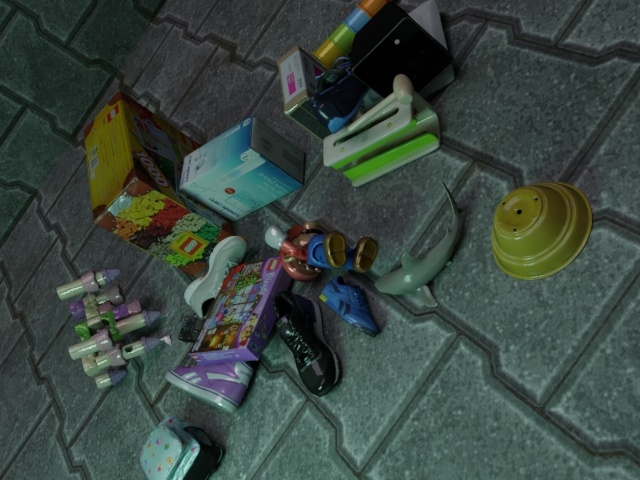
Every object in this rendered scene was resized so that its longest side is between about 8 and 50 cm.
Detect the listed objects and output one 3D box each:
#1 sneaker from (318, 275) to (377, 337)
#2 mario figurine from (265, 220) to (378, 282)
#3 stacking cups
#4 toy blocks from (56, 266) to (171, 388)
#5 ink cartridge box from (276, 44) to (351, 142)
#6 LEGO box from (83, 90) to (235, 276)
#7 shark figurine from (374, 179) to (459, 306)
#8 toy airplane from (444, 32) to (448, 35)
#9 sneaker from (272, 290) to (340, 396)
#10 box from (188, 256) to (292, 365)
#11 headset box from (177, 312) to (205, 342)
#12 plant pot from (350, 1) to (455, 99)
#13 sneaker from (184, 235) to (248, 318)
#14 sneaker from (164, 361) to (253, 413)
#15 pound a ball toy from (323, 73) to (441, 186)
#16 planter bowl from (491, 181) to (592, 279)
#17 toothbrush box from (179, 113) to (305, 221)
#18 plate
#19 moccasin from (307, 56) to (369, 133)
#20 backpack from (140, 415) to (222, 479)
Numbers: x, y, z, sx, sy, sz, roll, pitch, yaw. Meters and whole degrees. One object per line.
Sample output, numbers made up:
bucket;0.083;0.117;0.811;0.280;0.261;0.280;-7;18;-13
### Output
sneaker;0.074;0.145;1.744;0.082;0.069;0.209;-52;38;0
mario figurine;0.000;0.000;1.814;0.170;0.198;0.320;-49;20;-20
stacking cups;0.114;-0.633;2.235;0.316;0.096;0.096;-46;39;6
toy blocks;-0.602;0.258;2.314;0.260;0.309;0.288;-21;55;-7
ink cartridge box;-0.016;-0.398;2.113;0.088;0.193;0.235;-34;44;27
LEGO box;-0.502;-0.178;2.339;0.193;0.372;0.500;-43;41;17
shark figurine;0.223;0.022;1.635;0.278;0.116;0.166;-52;40;9
toy airplane;0.268;-0.514;2.022;0.151;0.028;0.151;-25;50;34
sneaker;-0.052;0.235;1.769;0.107;0.124;0.283;-43;41;19
box;-0.196;0.177;1.951;0.201;0.057;0.293;-12;42;36
headset box;-0.364;0.247;2.171;0.062;0.032;0.083;-3;64;46
plant pot;0.183;-0.472;1.881;0.187;0.188;0.167;-42;40;24
sneaker;-0.270;0.110;2.130;0.262;0.099;0.121;-54;45;16
sneaker;-0.277;0.339;1.975;0.282;0.102;0.161;9;64;42
pound a ball toy;0.140;-0.282;1.854;0.319;0.208;0.136;-25;48;35
planter bowl;0.408;-0.039;1.495;0.217;0.090;0.217;-27;46;33
toothbrush box;-0.224;-0.198;2.180;0.295;0.216;0.126;-23;49;35
plate;0.204;-0.472;2.012;0.278;0.045;0.277;-27;58;33
moccasin;0.052;-0.386;1.899;0.138;0.117;0.342;-45;12;25
backpack;-0.357;0.528;1.883;0.188;0.144;0.166;32;95;55
